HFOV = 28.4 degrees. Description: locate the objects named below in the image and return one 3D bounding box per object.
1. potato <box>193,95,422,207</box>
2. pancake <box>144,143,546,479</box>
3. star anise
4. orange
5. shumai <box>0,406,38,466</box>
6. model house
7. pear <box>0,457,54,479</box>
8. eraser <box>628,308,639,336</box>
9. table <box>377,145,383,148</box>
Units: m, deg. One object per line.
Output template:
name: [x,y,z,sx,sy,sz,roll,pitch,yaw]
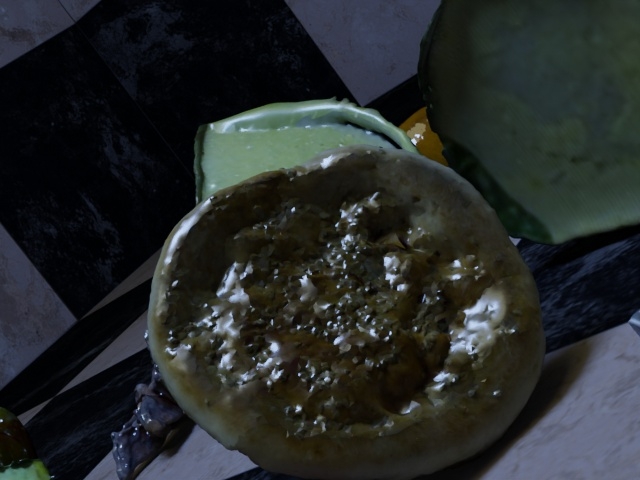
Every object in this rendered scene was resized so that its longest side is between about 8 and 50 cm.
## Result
potato: [0.000,0.000,1.491,0.280,0.212,0.330,-11,41,6]
pancake: [0.018,0.050,0.888,0.282,0.282,0.049,-40,-23,-19]
star anise: [-0.181,0.174,1.497,0.171,0.063,0.208,-55,4,18]
orange: [0.142,-0.098,1.597,0.156,0.124,0.156,-46,-5,-5]
shumai: [-0.452,0.304,1.304,0.323,0.324,0.397,-17,22,24]
model house: [0.275,-0.179,1.084,0.321,0.261,0.266,-21,15,45]
pear: [-0.357,0.322,1.060,0.293,0.159,0.292,-20,-29,-12]
eraser: [0.258,0.027,0.808,0.122,0.029,0.052,-38,9,-2]
table: [0.014,0.059,1.042,0.172,0.193,0.169,-40,10,-20]
